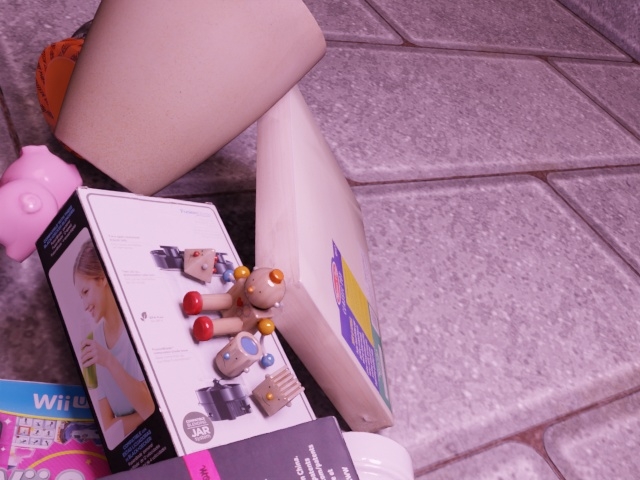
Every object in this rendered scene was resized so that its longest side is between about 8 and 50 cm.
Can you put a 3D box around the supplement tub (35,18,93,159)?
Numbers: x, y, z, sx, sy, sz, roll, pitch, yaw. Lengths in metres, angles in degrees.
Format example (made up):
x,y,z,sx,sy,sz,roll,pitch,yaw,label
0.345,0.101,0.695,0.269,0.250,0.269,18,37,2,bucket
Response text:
x,y,z,sx,sy,sz,roll,pitch,yaw,label
-0.235,-0.245,1.044,0.207,0.207,0.338,38,40,16,supplement tub

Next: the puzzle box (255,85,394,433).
x,y,z,sx,sy,sz,roll,pitch,yaw,label
0.000,0.000,0.864,0.052,0.272,0.409,-20,40,13,puzzle box

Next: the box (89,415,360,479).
x,y,z,sx,sy,sz,roll,pitch,yaw,label
-0.100,0.233,0.405,0.270,0.165,0.143,-10,49,-18,box

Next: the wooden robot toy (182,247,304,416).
x,y,z,sx,sy,sz,roll,pitch,yaw,label
-0.061,0.058,0.592,0.076,0.079,0.173,4,50,-52,wooden robot toy

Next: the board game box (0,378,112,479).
x,y,z,sx,sy,sz,roll,pitch,yaw,label
-0.226,0.265,0.548,0.224,0.097,0.303,9,40,-20,board game box

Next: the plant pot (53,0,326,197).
x,y,z,sx,sy,sz,roll,pitch,yaw,label
-0.177,-0.195,0.810,0.256,0.274,0.256,37,-4,3,plant pot

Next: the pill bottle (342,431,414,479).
x,y,z,sx,sy,sz,roll,pitch,yaw,label
0.030,0.308,0.585,0.152,0.152,0.272,17,40,-10,pill bottle

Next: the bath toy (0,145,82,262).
x,y,z,sx,sy,sz,roll,pitch,yaw,label
-0.295,-0.038,0.751,0.348,0.129,0.151,37,-6,-25,bath toy

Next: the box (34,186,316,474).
x,y,z,sx,sy,sz,roll,pitch,yaw,label
-0.128,0.095,0.630,0.169,0.087,0.290,4,51,-52,box
